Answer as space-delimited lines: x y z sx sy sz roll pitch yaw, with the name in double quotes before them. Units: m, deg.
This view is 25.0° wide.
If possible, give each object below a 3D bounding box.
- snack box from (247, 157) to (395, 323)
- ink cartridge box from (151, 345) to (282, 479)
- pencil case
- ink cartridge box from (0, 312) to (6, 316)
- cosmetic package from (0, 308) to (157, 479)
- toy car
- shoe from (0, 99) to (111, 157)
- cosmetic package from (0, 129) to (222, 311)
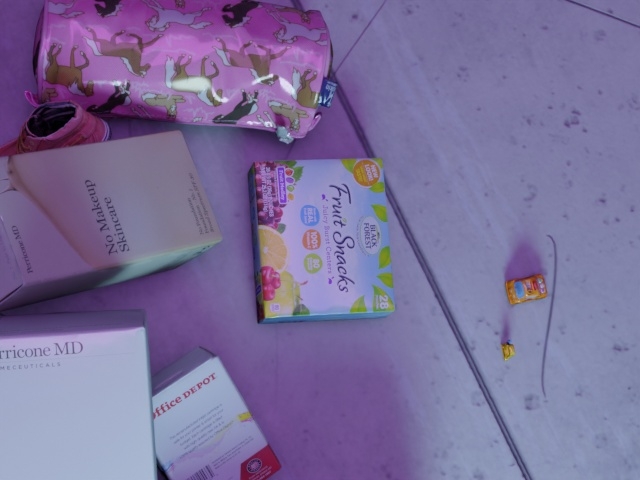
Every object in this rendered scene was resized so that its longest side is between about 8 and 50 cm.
"snack box" 0.000 0.000 1.875 0.175 0.070 0.207 -1 80 -11
"ink cartridge box" -0.148 0.236 1.767 0.127 0.072 0.175 -33 109 -15
"pencil case" -0.178 -0.225 1.843 0.386 0.160 0.167 4 50 -10
"ink cartridge box" -0.379 0.252 1.735 0.239 0.060 0.275 36 83 -28
"cosmetic package" -0.279 0.268 1.616 0.197 0.155 0.365 -5 97 -6
"toy car" 0.277 0.100 1.925 0.060 0.040 0.122 7 77 -10
"shoe" -0.354 -0.125 1.787 0.178 0.081 0.063 -16 63 18
"cosmetic package" -0.283 -0.026 1.727 0.309 0.113 0.160 -15 80 -48
